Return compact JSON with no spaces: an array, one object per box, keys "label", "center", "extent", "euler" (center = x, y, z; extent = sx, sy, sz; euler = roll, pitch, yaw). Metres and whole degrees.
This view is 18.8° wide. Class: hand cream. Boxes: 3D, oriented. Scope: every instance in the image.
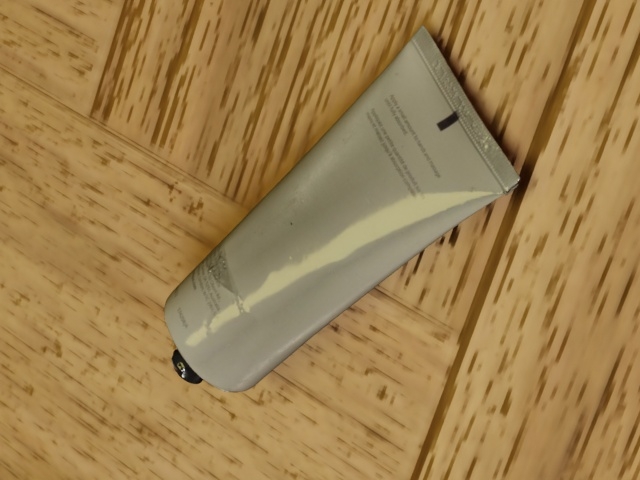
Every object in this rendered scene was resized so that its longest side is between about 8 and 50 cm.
[{"label":"hand cream","center":[0.000,0.000,0.826],"extent":[0.186,0.054,0.087],"euler":[-42,59,25]}]
